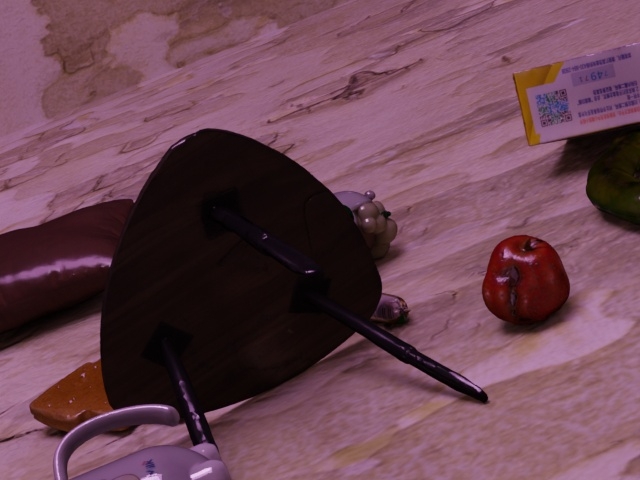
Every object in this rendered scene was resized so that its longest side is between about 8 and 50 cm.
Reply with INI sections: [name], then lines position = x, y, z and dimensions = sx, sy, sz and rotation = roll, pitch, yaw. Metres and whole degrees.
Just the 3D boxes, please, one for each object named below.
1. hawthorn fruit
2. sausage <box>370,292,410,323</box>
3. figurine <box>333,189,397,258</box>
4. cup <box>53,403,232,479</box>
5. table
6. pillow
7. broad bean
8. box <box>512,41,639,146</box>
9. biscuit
[hawthorn fruit]
position = 0.200, 0.036, 1.302
dimensions = 0.093, 0.093, 0.093
rotation = -19, 19, 7
[sausage]
position = 0.016, 0.066, 1.505
dimensions = 0.033, 0.033, 0.269
rotation = -33, 22, -29
[figurine]
position = 0.001, 0.001, 1.577
dimensions = 0.197, 0.093, 0.147
rotation = -26, -18, -26
[cup]
position = -0.138, 0.227, 1.079
dimensions = 0.142, 0.134, 0.173
rotation = -24, 24, -9
[table]
position = -0.037, 0.078, 1.208
dimensions = 0.317, 0.317, 0.249
rotation = -27, 34, -15
[pillow]
position = -0.411, 0.042, 1.913
dimensions = 0.305, 0.108, 0.308
rotation = -20, 18, 0
[broad bean]
position = 0.366, -0.069, 1.480
dimensions = 0.144, 0.049, 0.292
rotation = -13, 20, -1
[box]
position = 0.392, -0.192, 1.627
dimensions = 0.265, 0.097, 0.168
rotation = -11, 2, 27
[biscuit]
position = -0.212, 0.162, 1.486
dimensions = 0.238, 0.041, 0.212
rotation = -20, 25, 5
